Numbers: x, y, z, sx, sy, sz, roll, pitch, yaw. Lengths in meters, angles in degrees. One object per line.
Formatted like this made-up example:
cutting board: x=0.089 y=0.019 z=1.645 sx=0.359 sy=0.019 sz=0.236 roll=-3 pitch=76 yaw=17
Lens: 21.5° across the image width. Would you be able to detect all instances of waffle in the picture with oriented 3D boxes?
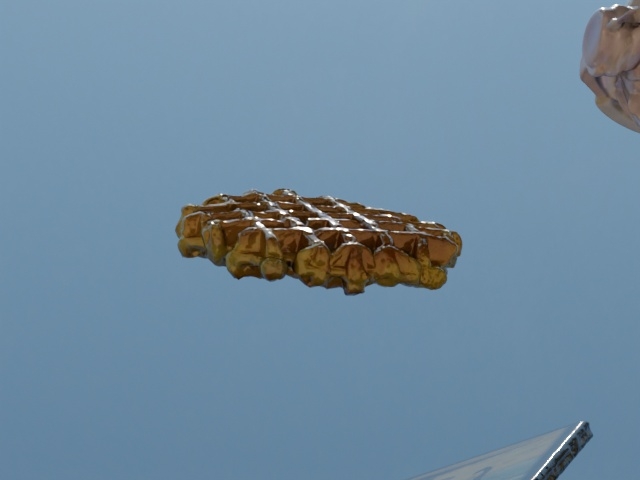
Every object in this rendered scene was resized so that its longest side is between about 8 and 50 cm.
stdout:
waffle: x=-0.001 y=-0.001 z=1.115 sx=0.191 sy=0.191 sz=0.038 roll=7 pitch=-78 yaw=7

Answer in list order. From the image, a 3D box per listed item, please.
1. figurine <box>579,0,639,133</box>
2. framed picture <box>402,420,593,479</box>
figurine: x=0.250 y=-0.127 z=1.066 sx=0.162 sy=0.237 sz=0.141 roll=4 pitch=-118 yaw=-1
framed picture: x=-0.007 y=0.197 z=0.948 sx=0.265 sy=0.347 sz=0.016 roll=-23 pitch=-87 yaw=29
